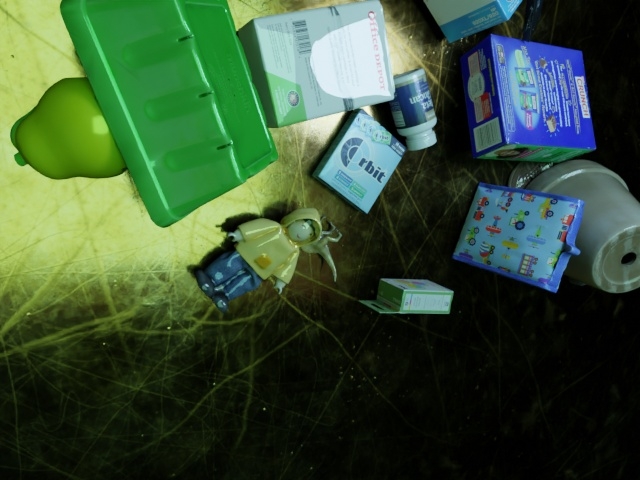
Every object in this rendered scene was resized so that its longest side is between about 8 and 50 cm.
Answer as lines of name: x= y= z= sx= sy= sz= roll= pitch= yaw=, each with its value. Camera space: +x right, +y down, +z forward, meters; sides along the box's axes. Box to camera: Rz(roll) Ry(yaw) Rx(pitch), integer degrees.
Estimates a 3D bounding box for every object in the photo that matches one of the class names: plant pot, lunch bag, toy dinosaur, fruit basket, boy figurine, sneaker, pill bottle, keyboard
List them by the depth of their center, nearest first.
fruit basket: x=-0.308 y=-0.212 z=0.795 sx=0.392 sy=0.283 sz=0.391 roll=7 pitch=116 yaw=15
boy figurine: x=-0.112 y=0.034 z=0.977 sx=0.285 sy=0.092 sz=0.177 roll=-33 pitch=114 yaw=-5
keyboard: x=0.466 y=-0.518 z=1.020 sx=0.108 sy=0.023 sz=0.180 roll=-64 pitch=155 yaw=-10
toy dinosaur: x=0.000 y=0.000 z=1.070 sx=0.093 sy=0.053 sz=0.183 roll=-41 pitch=108 yaw=4
pill bottle: x=0.214 y=-0.300 z=1.074 sx=0.094 sy=0.094 sz=0.169 roll=-28 pitch=111 yaw=-18
lunch bag: x=0.506 y=-0.011 z=1.163 sx=0.138 sy=0.293 sz=0.220 roll=18 pitch=93 yaw=-27
plant pot: x=0.712 y=-0.014 z=1.215 sx=0.323 sy=0.280 sz=0.323 roll=-3 pitch=118 yaw=-5
sneaker: x=0.597 y=-0.201 z=1.291 sx=0.066 sy=0.071 sz=0.188 roll=42 pitch=81 yaw=-27

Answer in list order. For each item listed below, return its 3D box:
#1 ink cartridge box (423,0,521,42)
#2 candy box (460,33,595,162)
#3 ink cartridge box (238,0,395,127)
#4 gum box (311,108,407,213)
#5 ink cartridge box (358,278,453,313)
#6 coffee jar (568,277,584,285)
ink cartridge box: x=0.323 y=-0.600 z=1.009 sx=0.233 sy=0.168 sz=0.171 roll=45 pitch=72 yaw=-26
candy box: x=0.521 y=-0.342 z=1.162 sx=0.317 sy=0.122 sz=0.268 roll=-2 pitch=83 yaw=-24
ink cartridge box: x=-0.003 y=-0.356 z=0.946 sx=0.273 sy=0.115 sz=0.198 roll=-19 pitch=109 yaw=-21
gum box: x=0.092 y=-0.181 z=1.071 sx=0.157 sy=0.041 sz=0.184 roll=34 pitch=86 yaw=-27
ink cartridge box: x=0.212 y=0.137 z=1.158 sx=0.209 sy=0.109 sz=0.062 roll=4 pitch=99 yaw=-26
coffee jar: x=0.829 y=0.047 z=1.451 sx=0.096 sy=0.079 sz=0.184 roll=-8 pitch=103 yaw=-24
